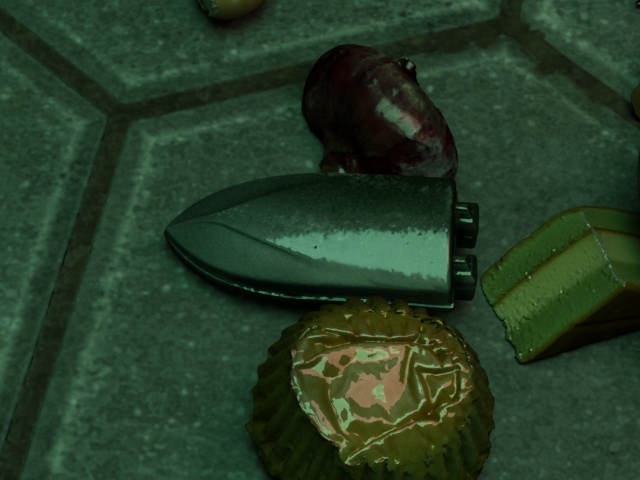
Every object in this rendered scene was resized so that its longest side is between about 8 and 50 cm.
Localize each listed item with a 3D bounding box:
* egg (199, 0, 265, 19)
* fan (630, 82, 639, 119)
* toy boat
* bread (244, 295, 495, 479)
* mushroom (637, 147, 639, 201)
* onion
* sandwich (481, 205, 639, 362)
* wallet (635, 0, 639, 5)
[{"bbox_3d":[-0.093,-0.285,2.019,0.096,0.080,0.080,-16,62,-25],"label":"egg"},{"bbox_3d":[0.429,-0.227,1.996,0.152,0.226,0.008,7,21,-5],"label":"fan"},{"bbox_3d":[0.000,0.000,1.858,0.319,0.092,0.141,3,59,3],"label":"toy boat"},{"bbox_3d":[0.055,0.151,1.741,0.240,0.139,0.240,5,59,-8],"label":"bread"},{"bbox_3d":[0.485,-0.047,1.841,0.352,0.260,0.352,7,56,-11],"label":"mushroom"},{"bbox_3d":[0.059,-0.130,1.935,0.206,0.098,0.151,42,61,16],"label":"onion"},{"bbox_3d":[0.289,0.050,1.908,0.187,0.144,0.117,8,50,-46],"label":"sandwich"},{"bbox_3d":[0.464,-0.349,1.994,0.169,0.317,0.044,-16,68,-16],"label":"wallet"}]
